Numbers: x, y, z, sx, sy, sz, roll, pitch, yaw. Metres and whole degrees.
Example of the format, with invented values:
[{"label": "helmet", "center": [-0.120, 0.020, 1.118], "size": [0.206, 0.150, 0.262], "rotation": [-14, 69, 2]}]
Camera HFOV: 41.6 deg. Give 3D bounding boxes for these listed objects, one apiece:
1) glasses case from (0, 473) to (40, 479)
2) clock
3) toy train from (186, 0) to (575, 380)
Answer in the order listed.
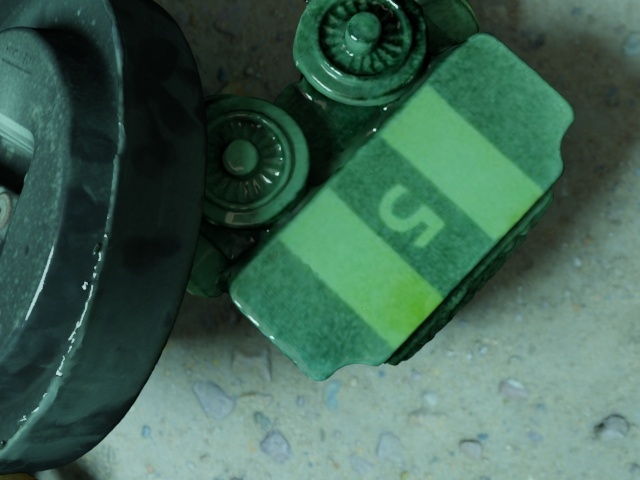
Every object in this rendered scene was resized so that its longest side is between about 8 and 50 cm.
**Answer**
[{"label": "glasses case", "center": [-0.266, 0.259, 0.802], "size": [0.170, 0.041, 0.064], "rotation": [38, 119, -26]}, {"label": "clock", "center": [-0.224, -0.020, 0.624], "size": [0.386, 0.076, 0.386], "rotation": [-14, 70, 43]}, {"label": "toy train", "center": [0.031, -0.045, 0.628], "size": [0.299, 0.167, 0.238], "rotation": [-45, 83, -2]}]
